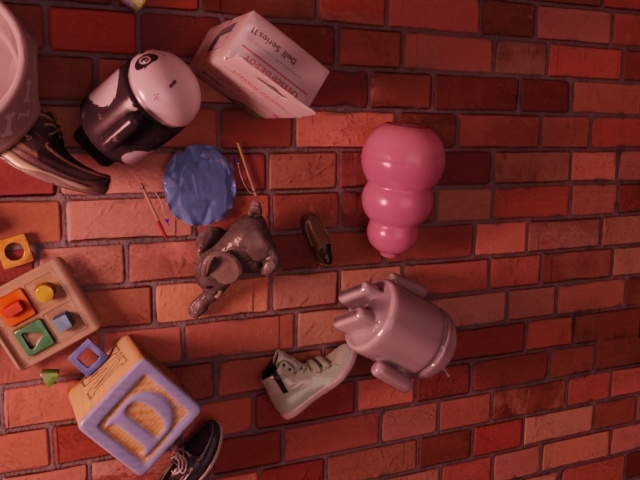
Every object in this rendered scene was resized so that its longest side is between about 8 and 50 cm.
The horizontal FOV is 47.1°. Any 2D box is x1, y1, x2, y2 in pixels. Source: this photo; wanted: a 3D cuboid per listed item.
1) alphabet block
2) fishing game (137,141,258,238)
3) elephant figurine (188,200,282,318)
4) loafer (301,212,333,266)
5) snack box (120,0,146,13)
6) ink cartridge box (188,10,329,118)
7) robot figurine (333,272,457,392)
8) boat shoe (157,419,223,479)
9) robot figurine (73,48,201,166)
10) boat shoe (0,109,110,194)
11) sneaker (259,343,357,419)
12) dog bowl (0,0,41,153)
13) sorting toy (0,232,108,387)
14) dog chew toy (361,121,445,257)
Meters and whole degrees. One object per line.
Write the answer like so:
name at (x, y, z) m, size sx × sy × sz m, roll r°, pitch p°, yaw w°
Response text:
alphabet block at (-0.406, 0.351, 1.597) m, size 0.193 × 0.197 × 0.192 m, roll -46°, pitch 115°, yaw -12°
fishing game at (-0.278, -0.126, 1.669) m, size 0.264 × 0.041 × 0.189 m, roll -32°, pitch 111°, yaw -26°
elephant figurine at (-0.218, 0.048, 1.665) m, size 0.239 × 0.169 × 0.186 m, roll -21°, pitch 85°, yaw -8°
loafer at (0.000, 0.000, 1.814) m, size 0.056 × 0.050 × 0.148 m, roll -30°, pitch 110°, yaw -18°
snack box at (-0.409, -0.601, 1.500) m, size 0.207 × 0.070 × 0.175 m, roll 34°, pitch 83°, yaw -20°
ink cartridge box at (-0.124, -0.357, 1.527) m, size 0.207 × 0.353 × 0.119 m, roll 33°, pitch 84°, yaw -26°
robot figurine at (0.203, 0.227, 1.865) m, size 0.353 × 0.199 × 0.300 m, roll 30°, pitch 60°, yaw -26°
boat shoe at (-0.322, 0.529, 1.727) m, size 0.079 × 0.095 × 0.255 m, roll 33°, pitch 93°, yaw -37°
robot figurine at (-0.372, -0.266, 1.488) m, size 0.173 × 0.278 × 0.209 m, roll 16°, pitch 50°, yaw -55°
boat shoe at (-0.570, -0.201, 1.433) m, size 0.355 × 0.132 × 0.130 m, roll 26°, pitch 88°, yaw -14°
sneaker at (-0.031, 0.309, 1.827) m, size 0.256 × 0.094 × 0.151 m, roll -39°, pitch 110°, yaw -16°
dog bowl at (-0.682, -0.315, 1.332) m, size 0.348 × 0.102 × 0.349 m, roll 2°, pitch 77°, yaw -10°
sorting toy at (-0.589, 0.155, 1.542) m, size 0.196 × 0.047 × 0.348 m, roll -30°, pitch 104°, yaw -11°
dog chew toy at (0.193, -0.120, 1.813) m, size 0.206 × 0.206 × 0.332 m, roll -1°, pitch 107°, yaw -25°
